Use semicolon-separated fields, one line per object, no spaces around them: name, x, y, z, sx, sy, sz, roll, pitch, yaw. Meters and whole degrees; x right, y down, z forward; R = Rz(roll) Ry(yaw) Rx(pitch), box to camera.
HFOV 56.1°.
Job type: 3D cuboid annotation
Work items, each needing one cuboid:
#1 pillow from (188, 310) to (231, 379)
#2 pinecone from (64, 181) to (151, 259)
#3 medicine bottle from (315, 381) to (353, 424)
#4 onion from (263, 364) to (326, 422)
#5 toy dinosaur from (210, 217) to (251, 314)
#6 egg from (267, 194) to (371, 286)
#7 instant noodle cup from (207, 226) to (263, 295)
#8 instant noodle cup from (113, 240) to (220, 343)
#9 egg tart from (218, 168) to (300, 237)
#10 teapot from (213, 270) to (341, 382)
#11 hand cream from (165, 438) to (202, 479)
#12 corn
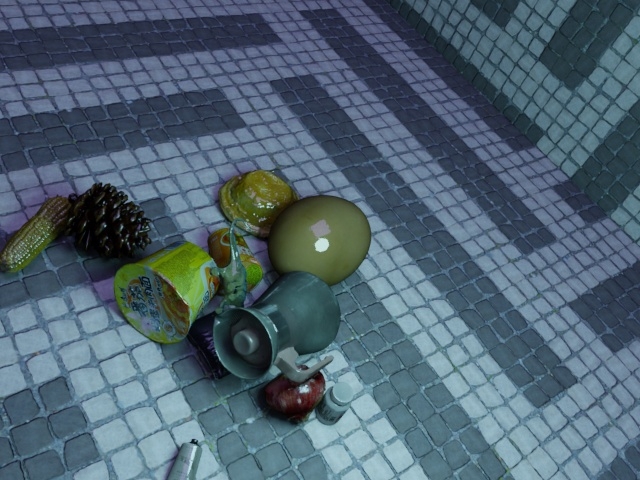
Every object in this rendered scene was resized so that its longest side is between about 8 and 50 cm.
pillow;-0.291;0.298;1.748;0.141;0.055;0.208;-20;60;-34
pinecone;-0.639;-0.050;1.803;0.272;0.224;0.224;35;44;-15
medicine bottle;0.042;0.457;1.691;0.079;0.140;0.079;12;47;-13
onion;-0.069;0.432;1.670;0.184;0.184;0.147;-11;93;-30
toy dinosaur;-0.251;0.121;1.744;0.077;0.362;0.147;-2;9;19
egg;0.000;0.000;1.962;0.301;0.301;0.374;44;42;16
instant noodle cup;-0.284;0.056;1.905;0.168;0.168;0.185;-3;45;-25
instant noodle cup;-0.426;0.135;1.718;0.264;0.264;0.200;33;37;7
egg tart;-0.201;-0.150;2.129;0.319;0.128;0.319;12;50;-14
teapot;-0.100;0.253;1.683;0.300;0.253;0.344;39;29;19
hand cream;-0.342;0.583;1.488;0.087;0.054;0.186;17;53;-3
corn;-0.834;-0.017;1.767;0.101;0.101;0.291;24;47;-1
